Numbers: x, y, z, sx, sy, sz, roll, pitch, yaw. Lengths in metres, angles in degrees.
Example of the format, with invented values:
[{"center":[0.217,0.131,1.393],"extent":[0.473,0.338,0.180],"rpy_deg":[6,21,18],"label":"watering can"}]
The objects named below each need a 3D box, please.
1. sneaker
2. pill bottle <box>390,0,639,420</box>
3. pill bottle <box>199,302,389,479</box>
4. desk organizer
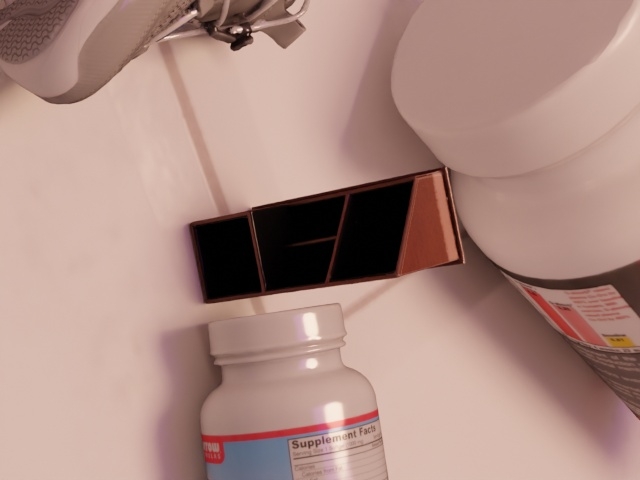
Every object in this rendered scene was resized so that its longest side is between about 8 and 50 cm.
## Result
[{"center":[-0.043,-0.137,0.593],"extent":[0.115,0.105,0.281],"rpy_deg":[59,43,-22],"label":"sneaker"},{"center":[0.215,-0.027,0.790],"extent":[0.363,0.210,0.210],"rpy_deg":[42,52,-35],"label":"pill bottle"},{"center":[-0.011,0.114,0.588],"extent":[0.087,0.087,0.160],"rpy_deg":[-5,85,-50],"label":"pill bottle"},{"center":[0.000,0.000,0.594],"extent":[0.050,0.130,0.047],"rpy_deg":[-13,92,-48],"label":"desk organizer"}]
